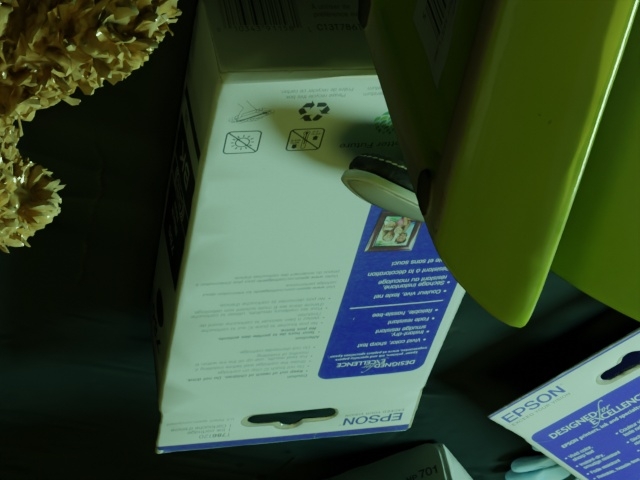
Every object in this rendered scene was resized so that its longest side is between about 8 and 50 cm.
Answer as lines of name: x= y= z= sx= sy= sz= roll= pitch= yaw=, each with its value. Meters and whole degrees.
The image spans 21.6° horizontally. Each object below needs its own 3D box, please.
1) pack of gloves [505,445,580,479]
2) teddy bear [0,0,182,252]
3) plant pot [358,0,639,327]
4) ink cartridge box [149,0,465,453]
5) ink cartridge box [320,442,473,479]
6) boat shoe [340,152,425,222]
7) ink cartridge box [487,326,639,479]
pack of gloves: x=0.259 y=0.184 z=1.259 sx=0.232 sy=0.046 sz=0.195 roll=-16 pitch=147 yaw=4
teddy bear: x=-0.178 y=-0.092 z=0.647 sx=0.245 sy=0.113 sz=0.338 roll=11 pitch=139 yaw=-28
plant pot: x=0.138 y=-0.099 z=0.623 sx=0.207 sy=0.227 sz=0.228 roll=2 pitch=130 yaw=-13
ink cartridge box: x=0.000 y=0.000 z=0.884 sx=0.165 sy=0.065 sz=0.333 roll=-4 pitch=144 yaw=-16
ink cartridge box: x=0.064 y=0.238 z=1.239 sx=0.139 sy=0.082 sz=0.191 roll=-21 pitch=146 yaw=12
boat shoe: x=0.064 y=-0.023 z=0.786 sx=0.125 sy=0.038 sz=0.046 roll=20 pitch=175 yaw=-32
ink cartridge box: x=0.248 y=0.099 z=1.121 sx=0.206 sy=0.045 sz=0.208 roll=-33 pitch=133 yaw=26
